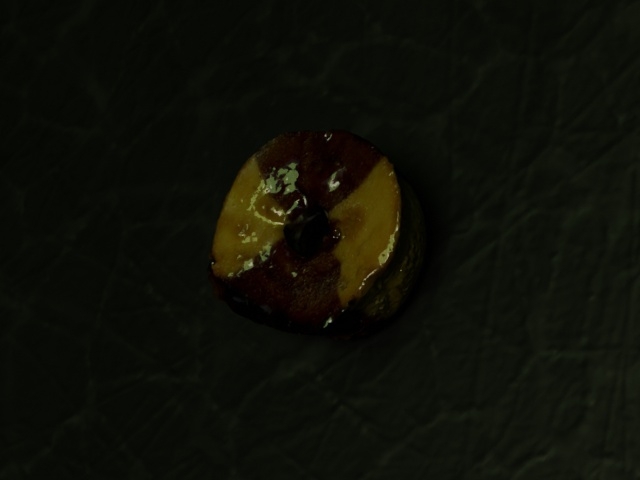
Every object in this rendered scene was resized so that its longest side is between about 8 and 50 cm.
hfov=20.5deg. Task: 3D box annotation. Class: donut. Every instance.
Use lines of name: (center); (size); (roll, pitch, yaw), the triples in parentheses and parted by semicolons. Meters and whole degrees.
donut: (0.000, 0.000, 1.063); (0.140, 0.059, 0.140); (-15, 64, 32)
